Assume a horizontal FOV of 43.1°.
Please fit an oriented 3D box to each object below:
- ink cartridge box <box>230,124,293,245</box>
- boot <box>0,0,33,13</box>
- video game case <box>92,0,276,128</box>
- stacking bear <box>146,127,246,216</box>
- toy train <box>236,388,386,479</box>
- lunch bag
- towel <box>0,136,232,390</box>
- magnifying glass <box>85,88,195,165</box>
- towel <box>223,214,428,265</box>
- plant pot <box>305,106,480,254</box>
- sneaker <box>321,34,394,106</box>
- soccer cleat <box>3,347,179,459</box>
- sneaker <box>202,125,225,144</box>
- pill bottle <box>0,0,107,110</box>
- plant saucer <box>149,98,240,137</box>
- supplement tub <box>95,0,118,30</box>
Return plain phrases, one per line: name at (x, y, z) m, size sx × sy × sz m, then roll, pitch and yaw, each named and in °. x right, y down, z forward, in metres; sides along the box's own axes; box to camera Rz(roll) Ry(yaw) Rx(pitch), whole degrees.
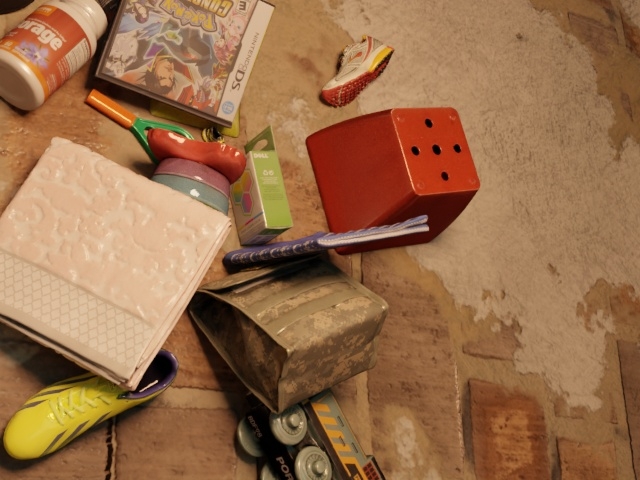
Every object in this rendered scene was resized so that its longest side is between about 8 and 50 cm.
ink cartridge box at (-0.124, -0.105, 1.543) m, size 0.062 × 0.109 × 0.209 m, roll -4°, pitch 74°, yaw -35°
boot at (-0.643, -0.533, 1.406) m, size 0.264 × 0.096 × 0.280 m, roll -7°, pitch 69°, yaw -27°
video game case at (-0.245, -0.368, 1.487) m, size 0.274 × 0.035 × 0.248 m, roll 18°, pitch 96°, yaw -30°
stacking bear at (-0.249, -0.020, 1.404) m, size 0.175 × 0.164 × 0.289 m, roll 14°, pitch 74°, yaw 6°
toy train at (-0.007, 0.384, 1.426) m, size 0.190 × 0.142 × 0.334 m, roll -26°, pitch 85°, yaw -49°
lunch bag at (-0.065, 0.128, 1.415) m, size 0.235 × 0.169 × 0.287 m, roll -18°, pitch 39°, yaw -38°
towel at (-0.356, 0.025, 1.273) m, size 0.331 × 0.053 × 0.317 m, roll 26°, pitch 69°, yaw 5°
magnifying glass at (-0.328, -0.204, 1.505) m, size 0.231 × 0.026 × 0.092 m, roll 34°, pitch 58°, yaw -20°
towel at (0.000, 0.000, 1.446) m, size 0.243 × 0.336 × 0.040 m, roll -10°, pitch 89°, yaw -34°
plant pot at (0.167, -0.144, 1.667) m, size 0.267 × 0.235 × 0.267 m, roll -7°, pitch 76°, yaw -35°
sneaker at (0.068, -0.378, 1.798) m, size 0.092 × 0.088 × 0.225 m, roll 37°, pitch 54°, yaw 9°
soccer cleat at (-0.350, 0.242, 1.258) m, size 0.289 × 0.121 × 0.093 m, roll -25°, pitch 87°, yaw -36°
sneaker at (-0.198, -0.184, 1.569) m, size 0.031 × 0.035 × 0.083 m, roll -39°, pitch 98°, yaw -36°
pill bottle at (-0.469, -0.335, 1.401) m, size 0.121 × 0.121 × 0.216 m, roll 41°, pitch 55°, yaw -13°
plant saucer at (-0.232, -0.315, 1.592) m, size 0.188 × 0.045 × 0.188 m, roll 12°, pitch 66°, yaw -29°
supplement tub at (-0.391, -0.496, 1.521) m, size 0.106 × 0.106 × 0.198 m, roll -22°, pitch 85°, yaw -36°
